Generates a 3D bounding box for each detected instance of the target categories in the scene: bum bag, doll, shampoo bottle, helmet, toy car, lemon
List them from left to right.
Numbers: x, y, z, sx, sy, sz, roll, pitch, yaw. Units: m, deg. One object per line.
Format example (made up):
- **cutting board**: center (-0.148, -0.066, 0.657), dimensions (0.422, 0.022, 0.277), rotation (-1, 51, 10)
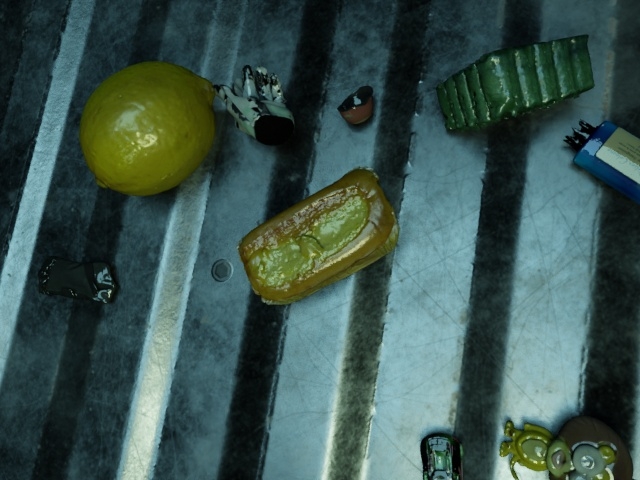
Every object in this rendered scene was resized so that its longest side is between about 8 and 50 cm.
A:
- **bum bag**: center (-0.516, 0.081, 1.088), dimensions (0.197, 0.049, 0.087), rotation (6, 86, 16)
- **lemon**: center (-0.329, -0.213, 1.001), dimensions (0.263, 0.236, 0.236), rotation (-36, 69, -27)
- **helmet**: center (0.075, -0.252, 0.992), dimensions (0.065, 0.049, 0.084), rotation (11, 51, 48)
- **toy car**: center (0.195, 0.383, 0.832), dimensions (0.069, 0.055, 0.142), rotation (-4, 77, 18)
- **doll**: center (0.367, 0.340, 0.776), dimensions (0.188, 0.096, 0.145), rotation (-12, 69, 23)
- **shampoo bottle**: center (0.491, -0.133, 0.854), dimensions (0.183, 0.050, 0.087), rotation (40, 94, 19)

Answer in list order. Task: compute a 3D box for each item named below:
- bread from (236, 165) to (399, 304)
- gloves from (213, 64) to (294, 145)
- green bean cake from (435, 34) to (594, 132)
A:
- **bread**: center (0.000, 0.000, 0.929), dimensions (0.288, 0.119, 0.153), rotation (-29, 69, 8)
- **gloves**: center (-0.129, -0.263, 1.023), dimensions (0.127, 0.111, 0.212), rotation (-24, 38, -9)
- **green bean cake**: center (0.328, -0.260, 0.884), dimensions (0.208, 0.193, 0.107), rotation (-18, 93, -13)
